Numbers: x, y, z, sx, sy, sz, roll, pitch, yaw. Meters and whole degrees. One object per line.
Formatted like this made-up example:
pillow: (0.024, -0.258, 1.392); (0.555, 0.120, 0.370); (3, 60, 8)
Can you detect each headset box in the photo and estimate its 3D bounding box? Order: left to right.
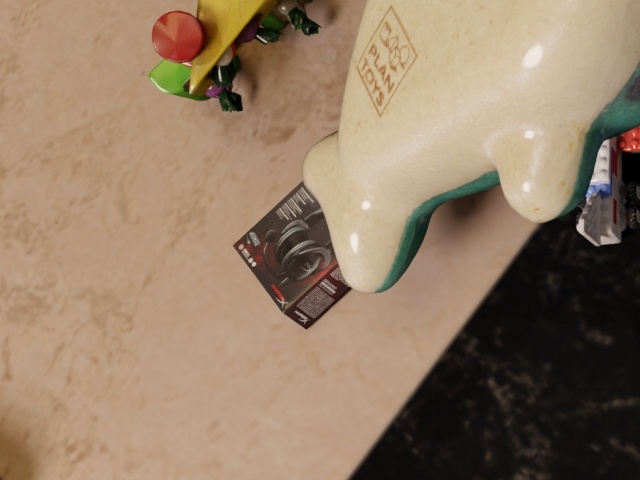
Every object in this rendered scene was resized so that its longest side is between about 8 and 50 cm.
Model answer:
headset box: (0.000, 0.000, 0.853); (0.083, 0.032, 0.062); (-43, 55, 7)

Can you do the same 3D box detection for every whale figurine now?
whale figurine: (0.095, -0.089, 0.752); (0.272, 0.141, 0.216); (-55, 43, 34)

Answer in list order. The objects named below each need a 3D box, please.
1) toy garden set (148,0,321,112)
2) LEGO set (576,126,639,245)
toy garden set: (0.004, -0.161, 0.844); (0.244, 0.204, 0.049); (-43, 89, 5)
LEGO set: (0.155, -0.111, 0.806); (0.182, 0.060, 0.244); (-50, 55, 5)
